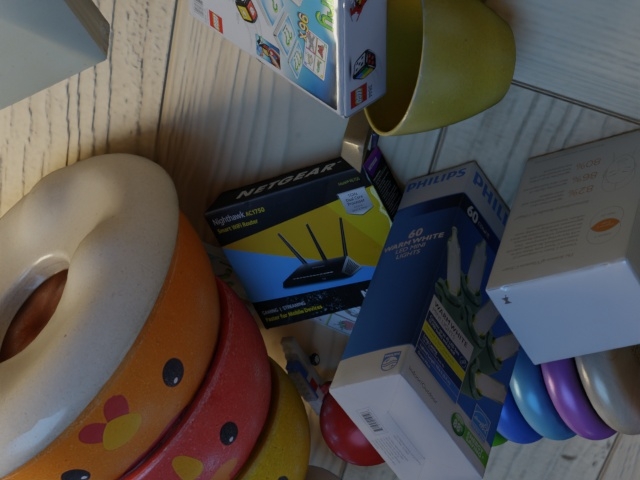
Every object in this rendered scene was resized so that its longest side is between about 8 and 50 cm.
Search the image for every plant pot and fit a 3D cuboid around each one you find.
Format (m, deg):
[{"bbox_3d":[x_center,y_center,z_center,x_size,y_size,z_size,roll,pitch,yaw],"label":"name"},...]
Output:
[{"bbox_3d":[0.100,-0.147,1.479,0.095,0.134,0.134,4,140,-19],"label":"plant pot"}]

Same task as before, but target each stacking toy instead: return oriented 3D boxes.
[{"bbox_3d":[0.142,0.143,1.702,0.330,0.141,0.141,-18,123,29],"label":"stacking toy"},{"bbox_3d":[-0.121,0.175,1.749,0.350,0.351,0.480,-26,128,38],"label":"stacking toy"}]

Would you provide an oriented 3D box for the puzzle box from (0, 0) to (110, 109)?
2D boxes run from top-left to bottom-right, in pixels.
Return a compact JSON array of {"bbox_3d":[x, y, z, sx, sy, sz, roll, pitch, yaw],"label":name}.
[{"bbox_3d":[-0.407,-0.172,1.439,0.409,0.052,0.272,-22,128,17],"label":"puzzle box"}]

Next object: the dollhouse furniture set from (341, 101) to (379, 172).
[{"bbox_3d":[0.064,-0.084,1.552,0.081,0.114,0.091,11,133,5],"label":"dollhouse furniture set"}]

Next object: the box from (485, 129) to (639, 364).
[{"bbox_3d":[0.228,0.003,1.527,0.130,0.170,0.091,-14,126,33],"label":"box"}]

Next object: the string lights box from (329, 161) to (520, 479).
[{"bbox_3d":[0.104,0.070,1.576,0.076,0.260,0.133,-16,125,34],"label":"string lights box"}]

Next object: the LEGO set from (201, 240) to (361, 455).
[{"bbox_3d":[-0.033,0.113,1.822,0.244,0.060,0.182,22,140,-1],"label":"LEGO set"}]

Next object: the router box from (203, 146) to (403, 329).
[{"bbox_3d":[0.000,0.000,1.687,0.179,0.046,0.133,-16,112,31],"label":"router box"}]

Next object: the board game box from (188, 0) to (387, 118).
[{"bbox_3d":[-0.032,-0.261,1.397,0.193,0.053,0.305,36,145,32],"label":"board game box"}]
